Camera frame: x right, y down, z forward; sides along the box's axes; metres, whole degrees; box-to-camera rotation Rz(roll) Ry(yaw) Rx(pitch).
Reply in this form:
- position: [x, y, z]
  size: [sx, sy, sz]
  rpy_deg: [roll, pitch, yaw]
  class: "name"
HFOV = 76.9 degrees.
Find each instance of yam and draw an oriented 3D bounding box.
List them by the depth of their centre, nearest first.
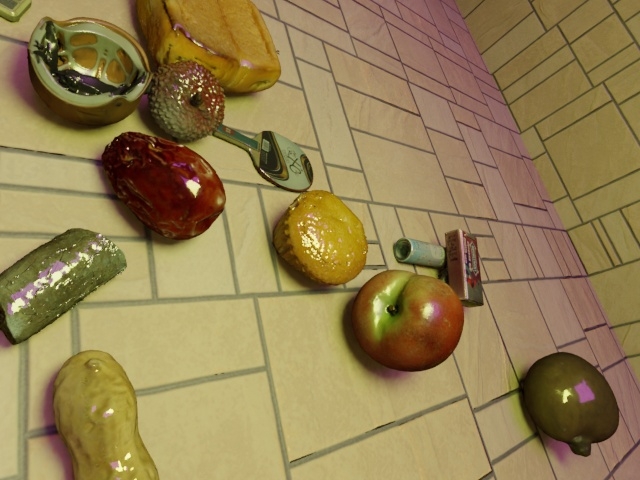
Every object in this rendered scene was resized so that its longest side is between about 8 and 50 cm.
- position: [-0.395, 0.058, 0.599]
  size: [0.107, 0.107, 0.183]
  rpy_deg: [47, 45, -9]
  class: "yam"

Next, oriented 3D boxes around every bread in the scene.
- position: [0.004, 0.000, 0.952]
  size: [0.239, 0.139, 0.240]
  rpy_deg: [21, 54, -31]
  class: "bread"
- position: [-0.274, -0.507, 1.005]
  size: [0.327, 0.148, 0.338]
  rpy_deg: [-1, 62, -45]
  class: "bread"

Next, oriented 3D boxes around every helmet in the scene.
- position: [-0.431, -0.301, 0.754]
  size: [0.198, 0.130, 0.225]
  rpy_deg: [26, 45, -25]
  class: "helmet"

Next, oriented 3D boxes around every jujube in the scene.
- position: [-0.291, -0.108, 0.749]
  size: [0.236, 0.168, 0.168]
  rpy_deg: [38, 44, 5]
  class: "jujube"

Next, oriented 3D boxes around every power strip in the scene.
- position: [-0.643, -0.480, 0.746]
  size: [0.168, 0.028, 0.076]
  rpy_deg: [25, 52, -29]
  class: "power strip"

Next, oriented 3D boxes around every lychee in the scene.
- position: [-0.278, -0.292, 0.849]
  size: [0.165, 0.197, 0.165]
  rpy_deg: [-19, 121, -35]
  class: "lychee"

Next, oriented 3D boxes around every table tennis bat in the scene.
- position: [-0.139, -0.226, 1.048]
  size: [0.300, 0.022, 0.174]
  rpy_deg: [23, 52, -33]
  class: "table tennis bat"

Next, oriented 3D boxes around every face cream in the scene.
- position: [0.331, 0.042, 1.264]
  size: [0.229, 0.075, 0.075]
  rpy_deg: [10, 60, -38]
  class: "face cream"

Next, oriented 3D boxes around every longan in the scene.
- position: [0.776, 0.506, 1.263]
  size: [0.299, 0.243, 0.301]
  rpy_deg: [8, 65, -17]
  class: "longan"

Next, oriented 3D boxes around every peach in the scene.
- position: [0.202, 0.188, 0.941]
  size: [0.252, 0.252, 0.253]
  rpy_deg: [21, 53, -31]
  class: "peach"

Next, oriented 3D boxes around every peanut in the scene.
- position: [-0.292, 0.278, 0.552]
  size: [0.101, 0.117, 0.264]
  rpy_deg: [-17, 80, -23]
  class: "peanut"

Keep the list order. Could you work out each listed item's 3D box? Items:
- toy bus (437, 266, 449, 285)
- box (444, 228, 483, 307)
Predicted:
- position: [0.421, 0.128, 1.306]
  size: [0.072, 0.057, 0.172]
  rpy_deg: [47, 43, 2]
  class: "toy bus"
- position: [0.444, 0.087, 1.248]
  size: [0.120, 0.068, 0.225]
  rpy_deg: [18, 63, -39]
  class: "box"
